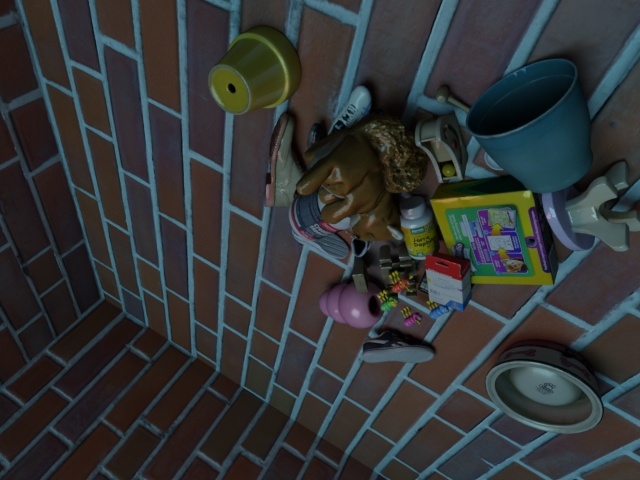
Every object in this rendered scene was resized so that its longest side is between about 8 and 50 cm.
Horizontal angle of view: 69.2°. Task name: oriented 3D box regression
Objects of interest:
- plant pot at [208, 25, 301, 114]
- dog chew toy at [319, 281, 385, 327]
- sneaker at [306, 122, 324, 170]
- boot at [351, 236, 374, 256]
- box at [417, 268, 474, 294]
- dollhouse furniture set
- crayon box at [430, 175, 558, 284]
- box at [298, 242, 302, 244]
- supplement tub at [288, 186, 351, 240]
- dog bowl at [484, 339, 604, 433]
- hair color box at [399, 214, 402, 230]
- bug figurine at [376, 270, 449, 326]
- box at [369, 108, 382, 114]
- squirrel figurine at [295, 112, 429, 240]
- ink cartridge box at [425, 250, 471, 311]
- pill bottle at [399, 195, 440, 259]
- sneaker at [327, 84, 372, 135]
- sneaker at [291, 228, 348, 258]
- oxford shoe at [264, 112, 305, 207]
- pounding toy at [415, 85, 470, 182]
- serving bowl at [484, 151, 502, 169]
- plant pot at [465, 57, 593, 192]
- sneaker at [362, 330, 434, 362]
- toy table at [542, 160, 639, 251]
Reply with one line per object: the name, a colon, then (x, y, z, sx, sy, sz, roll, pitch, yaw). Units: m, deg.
plant pot: (-0.227, -0.533, 1.511, 0.253, 0.239, 0.254, 19, 135, 20)
dog chew toy: (0.122, 0.276, 2.040, 0.331, 0.207, 0.207, -5, 124, 49)
sneaker: (0.021, -0.311, 1.654, 0.130, 0.087, 0.228, 18, 139, 19)
boot: (0.181, -0.048, 1.745, 0.095, 0.123, 0.258, 23, 137, 17)
box: (0.478, 0.156, 1.752, 0.180, 0.078, 0.147, 25, 138, 15)
dollhouse furniture set: (0.260, 0.108, 1.857, 0.241, 0.161, 0.212, -8, 125, 14)
crayon box: (0.565, -0.023, 1.504, 0.312, 0.106, 0.363, -2, 126, 39)
box: (-0.076, -0.017, 2.041, 0.067, 0.018, 0.083, 3, 128, 34)
supplement tub: (0.027, -0.117, 1.738, 0.272, 0.191, 0.191, -20, 113, 47)
dog bowl: (0.858, 0.551, 1.785, 0.407, 0.150, 0.408, 20, 136, 21)
hair color box: (0.255, -0.086, 1.676, 0.072, 0.043, 0.141, 44, 170, 51)
bug figurine: (0.350, 0.243, 1.781, 0.279, 0.072, 0.216, 34, 131, -13)
box: (0.172, -0.351, 1.549, 0.116, 0.029, 0.162, 1, 126, 37)
squirrel figurine: (0.173, -0.177, 1.440, 0.396, 0.281, 0.370, -34, 113, 14)
ink cartridge box: (0.443, 0.126, 1.604, 0.134, 0.078, 0.231, 19, 140, 35)
pill bottle: (0.345, -0.046, 1.633, 0.117, 0.118, 0.209, 2, 127, 35)
sneaker: (0.091, -0.390, 1.487, 0.085, 0.086, 0.237, 39, 138, 5)
sneaker: (0.000, 0.000, 1.962, 0.258, 0.094, 0.091, 28, 171, 1)
oxford shoe: (-0.126, -0.297, 1.769, 0.146, 0.141, 0.397, 6, 133, -9)
pounding toy: (0.380, -0.299, 1.349, 0.154, 0.154, 0.270, -4, 124, 38)
serving bowl: (0.533, -0.252, 1.377, 0.083, 0.027, 0.083, 19, 136, 20)
plant pot: (0.555, -0.270, 1.187, 0.271, 0.272, 0.255, -15, 130, 43)
sneaker: (0.353, 0.481, 2.120, 0.320, 0.128, 0.126, -1, 137, 5)
toy table: (0.736, -0.080, 1.245, 0.274, 0.253, 0.160, 17, 161, -36)
